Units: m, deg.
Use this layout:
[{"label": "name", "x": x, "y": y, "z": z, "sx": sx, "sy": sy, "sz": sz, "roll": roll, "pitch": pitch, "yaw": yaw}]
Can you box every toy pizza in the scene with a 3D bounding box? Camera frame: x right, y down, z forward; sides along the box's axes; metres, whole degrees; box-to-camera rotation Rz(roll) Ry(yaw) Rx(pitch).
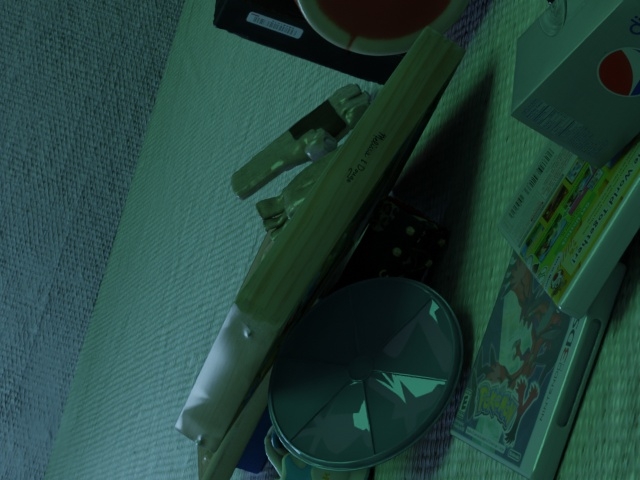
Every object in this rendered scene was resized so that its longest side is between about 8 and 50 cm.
[{"label": "toy pizza", "x": 0.044, "y": 0.125, "z": 1.757, "sx": 0.201, "sy": 0.032, "sz": 0.201, "roll": -16, "pitch": 53, "yaw": 22}]

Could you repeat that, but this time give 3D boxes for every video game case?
[{"label": "video game case", "x": 0.230, "y": -0.070, "z": 1.504, "sx": 0.227, "sy": 0.026, "sz": 0.206, "roll": -59, "pitch": 17, "yaw": 12}, {"label": "video game case", "x": 0.174, "y": 0.094, "z": 1.552, "sx": 0.201, "sy": 0.023, "sz": 0.183, "roll": -162, "pitch": 91, "yaw": -75}]

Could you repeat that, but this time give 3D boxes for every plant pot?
[{"label": "plant pot", "x": 0.058, "y": -0.346, "z": 2.062, "sx": 0.243, "sy": 0.275, "sz": 0.275, "roll": -97, "pitch": 29, "yaw": -53}]

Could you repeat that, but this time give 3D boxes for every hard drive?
[{"label": "hard drive", "x": -0.001, "y": -0.346, "z": 2.307, "sx": 0.064, "sy": 0.237, "sz": 0.339, "roll": 121, "pitch": 160, "yaw": -43}]

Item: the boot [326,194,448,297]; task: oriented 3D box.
[{"label": "boot", "x": 0.067, "y": 0.063, "z": 1.860, "sx": 0.178, "sy": 0.085, "sz": 0.236, "roll": -61, "pitch": 23, "yaw": 8}]

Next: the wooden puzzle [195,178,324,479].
[{"label": "wooden puzzle", "x": -0.063, "y": 0.132, "z": 2.262, "sx": 0.348, "sy": 0.080, "sz": 0.322, "roll": -90, "pitch": 24, "yaw": -62}]

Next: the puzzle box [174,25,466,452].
[{"label": "puzzle box", "x": 0.000, "y": 0.000, "z": 1.902, "sx": 0.409, "sy": 0.052, "sz": 0.272, "roll": -56, "pitch": -4, "yaw": -34}]

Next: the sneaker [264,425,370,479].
[{"label": "sneaker", "x": -0.006, "y": 0.188, "z": 1.942, "sx": 0.228, "sy": 0.092, "sz": 0.087, "roll": -99, "pitch": 30, "yaw": -63}]

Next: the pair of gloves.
[{"label": "pair of gloves", "x": -0.004, "y": -0.094, "z": 2.253, "sx": 0.204, "sy": 0.042, "sz": 0.240, "roll": -40, "pitch": 24, "yaw": 1}]

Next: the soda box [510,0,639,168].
[{"label": "soda box", "x": 0.258, "y": -0.184, "z": 1.387, "sx": 0.286, "sy": 0.091, "sz": 0.098, "roll": -46, "pitch": 22, "yaw": 42}]

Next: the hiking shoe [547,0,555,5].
[{"label": "hiking shoe", "x": 0.243, "y": -0.223, "z": 1.558, "sx": 0.114, "sy": 0.086, "sz": 0.227, "roll": -53, "pitch": 9, "yaw": 13}]
